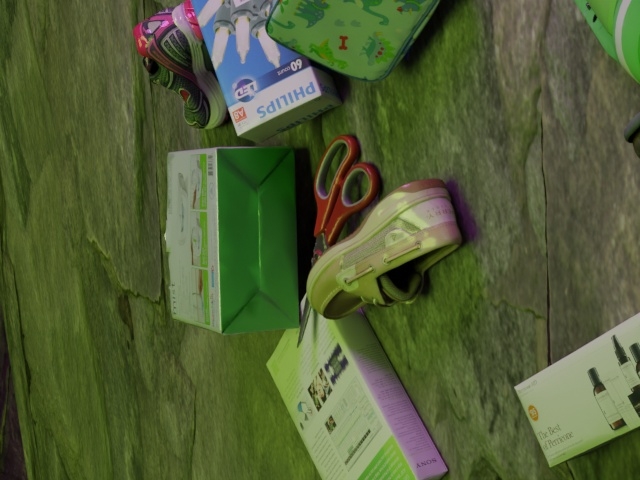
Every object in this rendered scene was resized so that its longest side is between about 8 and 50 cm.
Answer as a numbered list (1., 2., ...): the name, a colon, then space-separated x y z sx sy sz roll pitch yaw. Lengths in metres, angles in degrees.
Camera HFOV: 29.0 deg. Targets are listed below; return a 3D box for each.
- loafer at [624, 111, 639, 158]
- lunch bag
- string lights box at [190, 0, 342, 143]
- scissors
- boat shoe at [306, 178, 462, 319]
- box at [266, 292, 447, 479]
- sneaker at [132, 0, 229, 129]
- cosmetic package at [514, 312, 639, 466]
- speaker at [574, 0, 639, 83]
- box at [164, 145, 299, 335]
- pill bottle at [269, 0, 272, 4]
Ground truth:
1. loafer: 0.366 -0.115 0.995 0.302 0.109 0.095 -38 72 54
2. lunch bag: 0.044 -0.287 1.417 0.219 0.176 0.090 125 165 -54
3. string lights box: -0.081 -0.277 1.662 0.133 0.077 0.259 -24 76 19
4. scissors: 0.000 0.000 1.676 0.109 0.021 0.297 44 123 35
5. boat shoe: 0.077 0.037 1.543 0.302 0.109 0.098 -47 59 49
6. box: 0.041 0.242 1.726 0.322 0.058 0.232 63 147 26
7. sneaker: -0.207 -0.259 1.849 0.299 0.112 0.120 85 165 -66
8. cosmetic package: 0.296 0.148 1.250 0.239 0.060 0.099 -47 60 55
9. speaker: 0.266 -0.222 0.994 0.296 0.131 0.131 -97 14 -56
10. box: -0.135 -0.005 1.808 0.231 0.127 0.261 -177 85 -66
11. pill bottle: -0.036 -0.379 1.575 0.108 0.108 0.193 -41 65 57
